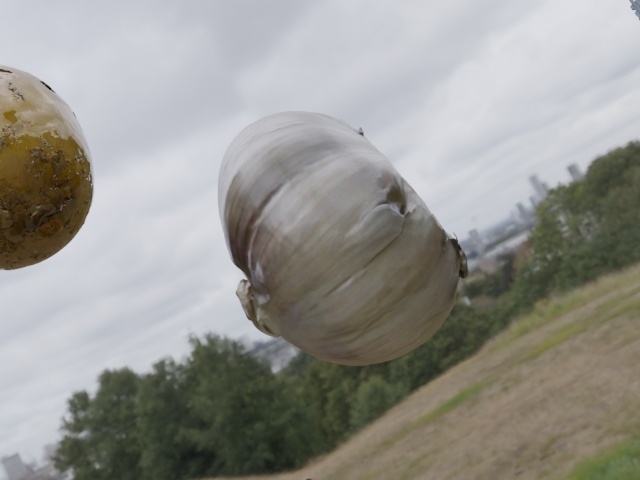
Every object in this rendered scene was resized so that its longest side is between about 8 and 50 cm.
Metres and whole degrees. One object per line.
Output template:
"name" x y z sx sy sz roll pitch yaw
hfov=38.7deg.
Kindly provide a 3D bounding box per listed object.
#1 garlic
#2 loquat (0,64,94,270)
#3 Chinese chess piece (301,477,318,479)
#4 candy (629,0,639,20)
"garlic" 0.012 -0.012 1.026 0.241 0.321 0.322 -24 -5 -15
"loquat" -0.372 -0.080 1.034 0.235 0.235 0.235 -27 -5 -2
"Chinese chess piece" -0.069 0.384 1.007 0.270 0.112 0.270 -36 -21 -16
"candy" 0.416 -0.306 1.047 0.038 0.088 0.136 13 -51 -45
